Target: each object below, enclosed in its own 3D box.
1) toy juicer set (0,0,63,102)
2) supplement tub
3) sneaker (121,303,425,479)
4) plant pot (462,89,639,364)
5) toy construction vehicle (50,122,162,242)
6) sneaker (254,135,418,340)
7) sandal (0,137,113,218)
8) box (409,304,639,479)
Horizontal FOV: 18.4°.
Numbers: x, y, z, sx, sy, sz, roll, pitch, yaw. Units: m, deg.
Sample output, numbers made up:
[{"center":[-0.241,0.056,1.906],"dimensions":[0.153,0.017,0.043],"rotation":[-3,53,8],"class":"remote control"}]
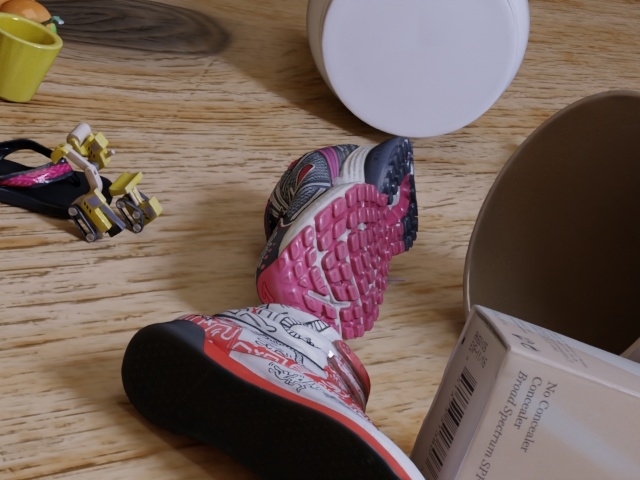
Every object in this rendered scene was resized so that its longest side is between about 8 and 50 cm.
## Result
[{"center":[-0.379,-0.243,1.776],"dimensions":[0.329,0.089,0.209],"rotation":[22,20,-6],"class":"toy juicer set"},{"center":[0.104,-0.254,2.138],"dimensions":[0.235,0.235,0.325],"rotation":[22,20,-6],"class":"supplement tub"},{"center":[0.011,0.125,1.288],"dimensions":[0.270,0.090,0.145],"rotation":[32,23,27],"class":"sneaker"},{"center":[0.306,0.044,1.650],"dimensions":[0.274,0.256,0.256],"rotation":[24,16,-34],"class":"plant pot"},{"center":[-0.165,-0.044,1.539],"dimensions":[0.098,0.035,0.086],"rotation":[58,30,-12],"class":"toy construction vehicle"},{"center":[0.000,0.000,1.592],"dimensions":[0.112,0.121,0.299],"rotation":[-2,16,15],"class":"sneaker"},{"center":[-0.235,-0.055,1.535],"dimensions":[0.179,0.040,0.067],"rotation":[10,24,-34],"class":"sandal"},{"center":[0.226,0.168,1.321],"dimensions":[0.311,0.148,0.121],"rotation":[19,9,-11],"class":"box"}]
